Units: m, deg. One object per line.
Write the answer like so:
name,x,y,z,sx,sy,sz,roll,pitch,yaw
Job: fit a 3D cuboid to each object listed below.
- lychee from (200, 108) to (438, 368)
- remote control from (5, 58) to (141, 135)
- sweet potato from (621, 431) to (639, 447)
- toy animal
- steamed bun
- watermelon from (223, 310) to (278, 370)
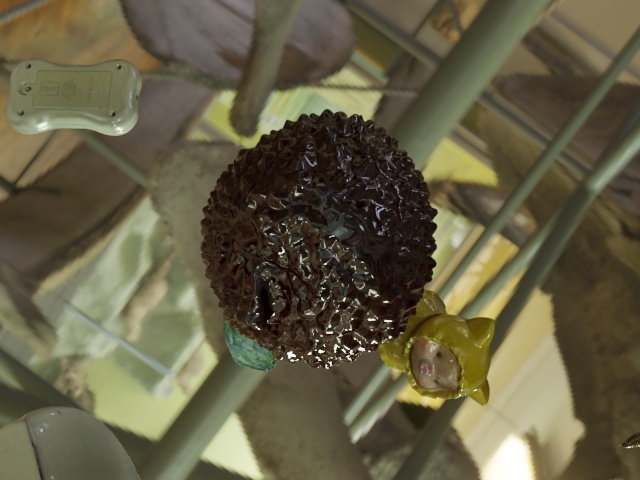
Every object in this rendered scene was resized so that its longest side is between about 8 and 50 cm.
lychee,0.000,0.000,1.438,0.330,0.306,0.306,-42,171,-42
remote control,-0.227,-0.132,1.068,0.032,0.122,0.074,78,15,-68
sweet potato,0.539,0.316,1.862,0.026,0.115,0.026,-8,90,-84
toy animal,0.169,0.156,1.777,0.156,0.230,0.156,-19,121,-34
steamed bun,-0.266,0.303,1.192,0.146,0.241,0.164,-28,157,22
watermelon,-0.034,0.084,1.968,0.226,0.148,0.318,11,100,-60
